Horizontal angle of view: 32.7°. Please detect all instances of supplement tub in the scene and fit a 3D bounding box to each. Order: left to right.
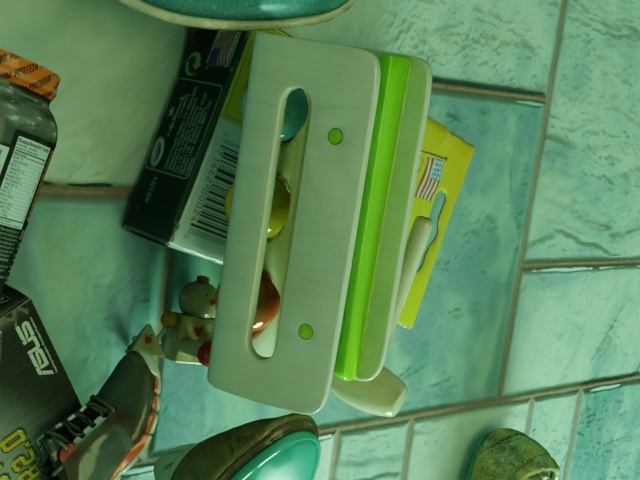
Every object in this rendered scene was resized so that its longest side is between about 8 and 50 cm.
[{"bbox_3d":[-0.253,-0.039,0.745,0.117,0.117,0.190,21,87,-44],"label":"supplement tub"}]

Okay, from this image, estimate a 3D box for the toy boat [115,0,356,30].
[{"bbox_3d":[-0.074,-0.314,0.785,0.268,0.148,0.318,-1,95,-20],"label":"toy boat"}]

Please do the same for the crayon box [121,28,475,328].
[{"bbox_3d":[-0.005,-0.051,0.995,0.319,0.081,0.202,23,86,-43],"label":"crayon box"}]

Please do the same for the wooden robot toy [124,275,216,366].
[{"bbox_3d":[-0.096,0.071,0.959,0.173,0.076,0.079,11,83,-44],"label":"wooden robot toy"}]

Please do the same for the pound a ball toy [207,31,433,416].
[{"bbox_3d":[0.000,0.000,0.892,0.208,0.136,0.319,-15,116,-64],"label":"pound a ball toy"}]

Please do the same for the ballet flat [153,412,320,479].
[{"bbox_3d":[-0.105,0.255,0.927,0.116,0.124,0.342,-2,124,-36],"label":"ballet flat"}]

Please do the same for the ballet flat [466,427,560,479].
[{"bbox_3d":[0.201,0.400,1.293,0.123,0.123,0.348,14,92,-44],"label":"ballet flat"}]

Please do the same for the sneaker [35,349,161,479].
[{"bbox_3d":[-0.176,0.153,0.831,0.065,0.061,0.157,29,81,-39],"label":"sneaker"}]

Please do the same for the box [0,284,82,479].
[{"bbox_3d":[-0.265,0.175,0.832,0.183,0.056,0.231,-36,125,-31],"label":"box"}]
